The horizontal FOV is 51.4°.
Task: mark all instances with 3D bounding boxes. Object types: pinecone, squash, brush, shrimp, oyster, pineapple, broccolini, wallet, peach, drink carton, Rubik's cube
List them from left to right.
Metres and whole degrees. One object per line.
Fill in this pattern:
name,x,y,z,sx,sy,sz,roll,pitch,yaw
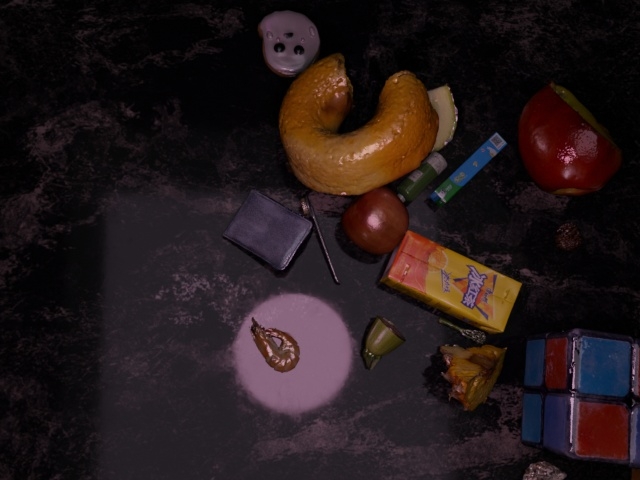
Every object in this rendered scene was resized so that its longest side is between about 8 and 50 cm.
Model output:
wallet,-0.142,-0.025,1.832,0.222,0.036,0.167,29,82,16
shrimp,-0.127,0.275,1.798,0.099,0.041,0.180,-40,85,-12
brush,0.000,0.000,1.859,0.027,0.062,0.266,-21,86,6
squash,0.153,0.283,1.810,0.105,0.105,0.132,41,97,3
squash,0.304,-0.349,1.948,0.191,0.085,0.184,-19,110,-3
drink carton,0.359,0.118,1.840,0.351,0.111,0.155,25,79,-2
pineapple,0.384,0.369,1.798,0.164,0.250,0.140,13,113,28
broccolini,0.397,0.247,1.856,0.140,0.030,0.035,27,122,5
oyster,0.604,0.647,1.799,0.098,0.037,0.100,35,78,2
pinecone,0.717,-0.010,1.917,0.077,0.077,0.083,17,69,-2
peach,0.703,-0.296,1.874,0.281,0.281,0.338,4,79,-5
Rubik's cube,0.724,0.407,1.716,0.313,0.316,0.318,8,78,-3

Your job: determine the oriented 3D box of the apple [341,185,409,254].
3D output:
apple,0.152,-0.060,1.820,0.168,0.181,0.181,34,78,-7

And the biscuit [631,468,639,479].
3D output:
biscuit,0.892,0.630,1.823,0.056,0.052,0.188,12,78,-20

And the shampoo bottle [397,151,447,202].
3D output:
shampoo bottle,0.274,-0.167,1.910,0.065,0.065,0.204,45,79,4

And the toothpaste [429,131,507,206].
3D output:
toothpaste,0.429,-0.206,1.929,0.266,0.065,0.050,-43,89,-12

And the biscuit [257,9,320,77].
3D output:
biscuit,-0.089,-0.584,1.959,0.181,0.049,0.208,-7,79,-6

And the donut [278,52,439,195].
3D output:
donut,0.077,-0.313,1.787,0.435,0.163,0.378,21,73,24
